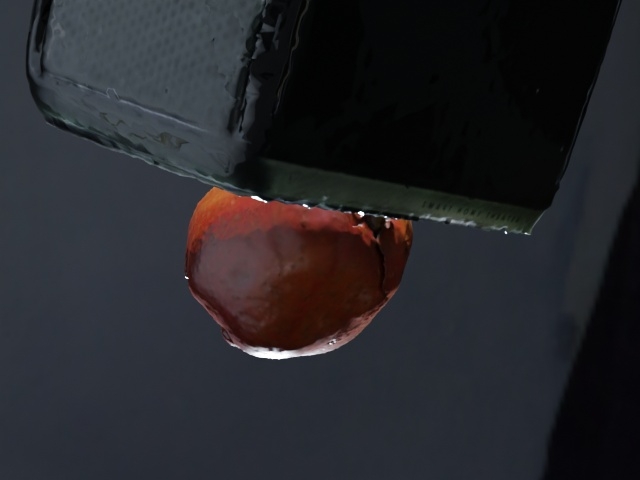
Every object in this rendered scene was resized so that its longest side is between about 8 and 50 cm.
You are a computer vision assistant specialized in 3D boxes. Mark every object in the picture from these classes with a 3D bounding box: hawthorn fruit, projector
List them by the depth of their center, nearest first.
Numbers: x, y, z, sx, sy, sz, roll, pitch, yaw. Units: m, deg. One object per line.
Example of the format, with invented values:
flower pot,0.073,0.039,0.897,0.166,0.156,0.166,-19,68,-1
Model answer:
projector,0.037,-0.235,1.017,0.242,0.395,0.405,22,-80,36
hawthorn fruit,0.000,0.000,1.493,0.299,0.211,0.211,-33,-132,35
